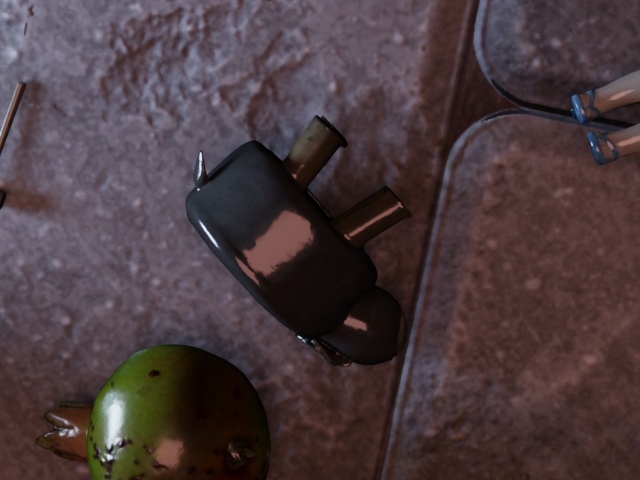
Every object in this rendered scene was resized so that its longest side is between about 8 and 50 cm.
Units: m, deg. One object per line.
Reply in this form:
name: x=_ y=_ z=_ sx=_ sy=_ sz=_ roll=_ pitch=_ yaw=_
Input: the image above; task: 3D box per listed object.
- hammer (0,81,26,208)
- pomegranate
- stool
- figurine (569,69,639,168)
hammer: x=-0.268 y=-0.080 z=1.387 sx=0.035 sy=0.019 sz=0.110 roll=21 pitch=93 yaw=-1
pomegranate: x=-0.136 y=0.165 z=1.356 sx=0.205 sy=0.159 sz=0.159 roll=3 pitch=99 yaw=29
stool: x=-0.003 y=-0.004 z=1.332 sx=0.139 sy=0.153 sz=0.228 roll=-42 pitch=137 yaw=4
figurine: x=0.324 y=-0.146 z=1.322 sx=0.260 sy=0.103 sz=0.205 roll=-22 pitch=60 yaw=7
